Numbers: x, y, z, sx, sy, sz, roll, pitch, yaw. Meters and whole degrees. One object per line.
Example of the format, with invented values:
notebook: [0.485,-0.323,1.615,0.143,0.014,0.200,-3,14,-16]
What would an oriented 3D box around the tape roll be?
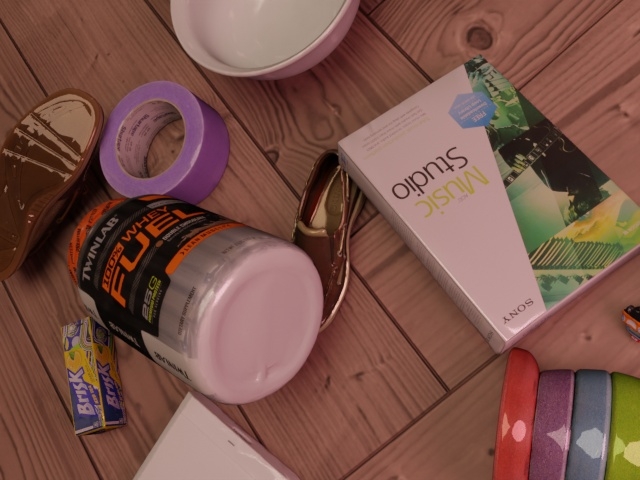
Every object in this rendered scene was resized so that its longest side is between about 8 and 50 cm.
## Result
tape roll: [-0.242,-0.145,1.057,0.189,0.080,0.189,-5,77,21]

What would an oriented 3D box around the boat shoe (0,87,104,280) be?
boat shoe: [-0.446,-0.091,1.104,0.123,0.123,0.342,31,101,1]

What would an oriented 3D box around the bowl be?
bowl: [-0.058,-0.352,0.998,0.298,0.134,0.298,-5,76,21]

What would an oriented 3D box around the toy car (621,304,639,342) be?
toy car: [0.393,0.114,0.752,0.122,0.060,0.040,33,124,32]

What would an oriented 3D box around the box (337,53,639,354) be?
box: [0.204,-0.057,0.826,0.232,0.058,0.322,-34,68,-10]

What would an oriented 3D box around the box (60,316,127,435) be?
box: [-0.345,0.206,1.034,0.059,0.054,0.169,-21,72,17]

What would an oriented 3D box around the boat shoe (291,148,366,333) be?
boat shoe: [-0.007,-0.001,0.918,0.095,0.095,0.257,9,82,24]

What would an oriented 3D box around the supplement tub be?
supplement tub: [-0.177,0.058,0.891,0.338,0.207,0.207,19,86,41]

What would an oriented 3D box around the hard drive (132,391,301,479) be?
hard drive: [-0.188,0.395,0.936,0.203,0.040,0.307,33,91,25]

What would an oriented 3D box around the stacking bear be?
stacking bear: [0.334,0.218,0.703,0.289,0.164,0.175,6,81,19]
